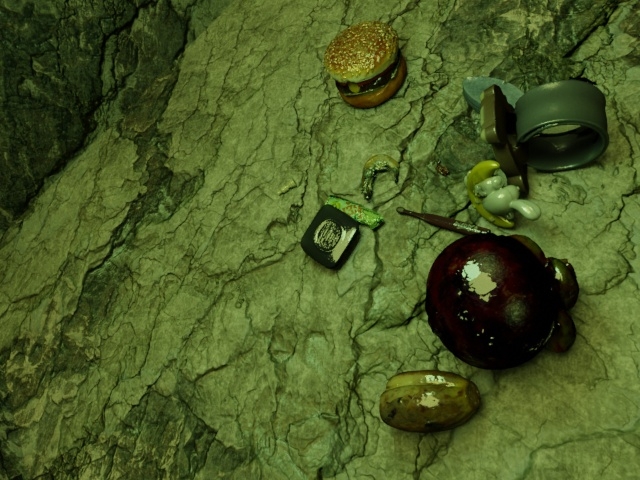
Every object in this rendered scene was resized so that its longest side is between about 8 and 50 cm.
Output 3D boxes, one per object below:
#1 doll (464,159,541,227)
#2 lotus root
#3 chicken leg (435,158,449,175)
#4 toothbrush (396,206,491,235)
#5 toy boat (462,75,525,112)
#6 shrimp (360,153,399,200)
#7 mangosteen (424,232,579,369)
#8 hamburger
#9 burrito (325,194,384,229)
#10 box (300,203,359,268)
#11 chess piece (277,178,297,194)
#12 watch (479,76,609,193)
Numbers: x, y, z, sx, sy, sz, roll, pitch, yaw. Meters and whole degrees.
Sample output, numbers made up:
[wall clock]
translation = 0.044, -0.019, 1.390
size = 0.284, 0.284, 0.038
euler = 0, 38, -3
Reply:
[doll]
translation = 0.563, -0.143, 1.696
size = 0.111, 0.252, 0.237
euler = -28, 87, -18
[lotus root]
translation = 0.309, 0.463, 1.536
size = 0.291, 0.193, 0.193
euler = -10, 60, 26
[chicken leg]
translation = 0.443, -0.265, 1.955
size = 0.036, 0.021, 0.083
euler = -43, 46, 15
[toothbrush]
translation = 0.417, -0.065, 1.849
size = 0.364, 0.041, 0.040
euler = 19, 75, 37
[toy boat]
translation = 0.629, -0.525, 1.953
size = 0.127, 0.078, 0.283
euler = -50, 52, 2
[shrimp]
translation = 0.227, -0.246, 2.055
size = 0.150, 0.051, 0.217
euler = 3, 62, 24
[mangosteen]
translation = 0.498, 0.173, 1.492
size = 0.381, 0.422, 0.380
euler = -175, 90, -67
[hamburger]
translation = 0.185, -0.746, 2.221
size = 0.330, 0.250, 0.329
euler = -13, 59, 23
[burrito]
translation = 0.114, -0.098, 2.032
size = 0.288, 0.054, 0.104
euler = 24, 78, 37
[box]
translation = 0.031, -0.018, 1.986
size = 0.201, 0.042, 0.212
euler = 33, 87, 30
[chess piece]
translation = -0.147, -0.224, 2.268
size = 0.092, 0.035, 0.035
euler = -33, 53, 15
[watch]
translation = 0.705, -0.352, 1.652
size = 0.327, 0.335, 0.313
euler = -12, 58, 35
